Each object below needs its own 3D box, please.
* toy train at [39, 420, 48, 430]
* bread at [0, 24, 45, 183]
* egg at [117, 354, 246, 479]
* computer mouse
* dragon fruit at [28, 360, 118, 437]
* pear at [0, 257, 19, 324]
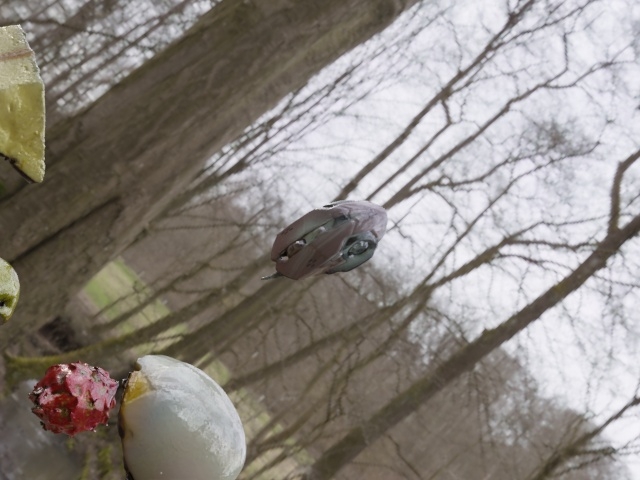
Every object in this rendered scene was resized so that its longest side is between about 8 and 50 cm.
[{"bbox_3d":[-0.807,0.518,2.316,0.044,0.103,0.064,15,-17,-29],"label":"toy train"},{"bbox_3d":[-0.646,-0.253,1.524,0.263,0.198,0.236,56,-29,40],"label":"bread"},{"bbox_3d":[-0.232,0.337,1.414,0.264,0.174,0.286,16,57,-65],"label":"egg"},{"bbox_3d":[0.000,-0.004,2.099,0.199,0.389,0.115,63,-1,31],"label":"computer mouse"},{"bbox_3d":[-0.688,0.431,2.114,0.210,0.205,0.268,22,5,29],"label":"dragon fruit"},{"bbox_3d":[-0.606,0.081,1.405,0.141,0.104,0.141,18,-34,13],"label":"pear"}]
